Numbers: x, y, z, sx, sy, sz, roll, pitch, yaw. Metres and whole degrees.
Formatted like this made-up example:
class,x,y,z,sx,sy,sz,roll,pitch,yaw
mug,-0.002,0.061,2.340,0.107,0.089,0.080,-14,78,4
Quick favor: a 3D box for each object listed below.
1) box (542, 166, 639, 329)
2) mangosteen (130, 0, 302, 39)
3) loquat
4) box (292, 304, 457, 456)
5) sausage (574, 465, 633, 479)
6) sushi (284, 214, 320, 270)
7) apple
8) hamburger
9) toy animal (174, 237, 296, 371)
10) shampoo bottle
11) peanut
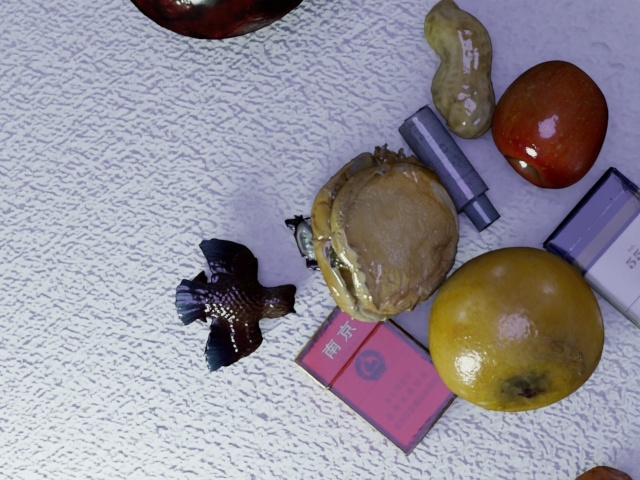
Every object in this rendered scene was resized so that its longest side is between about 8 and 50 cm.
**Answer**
class,x,y,z,sx,sy,sz,roll,pitch,yaw
box,0.495,0.029,1.813,0.259,0.071,0.168,42,94,7
mangosteen,-0.153,-0.519,1.784,0.381,0.381,0.421,-21,53,7
loquat,0.293,0.135,1.745,0.263,0.263,0.263,0,89,8
box,0.095,0.209,1.865,0.240,0.074,0.153,39,98,8
sausage,0.431,0.475,1.787,0.133,0.133,0.258,5,86,8
sushi,0.002,0.000,1.876,0.098,0.084,0.094,-7,91,12
apple,0.354,-0.174,1.786,0.181,0.181,0.168,41,81,7
hamburger,0.094,-0.017,1.789,0.146,0.243,0.286,-1,77,49
toy animal,-0.133,0.100,1.876,0.180,0.116,0.218,-3,82,9
shampoo bottle,0.208,-0.111,1.859,0.072,0.072,0.214,-35,84,6
peanut,0.223,-0.272,1.846,0.103,0.098,0.229,-5,85,-3
